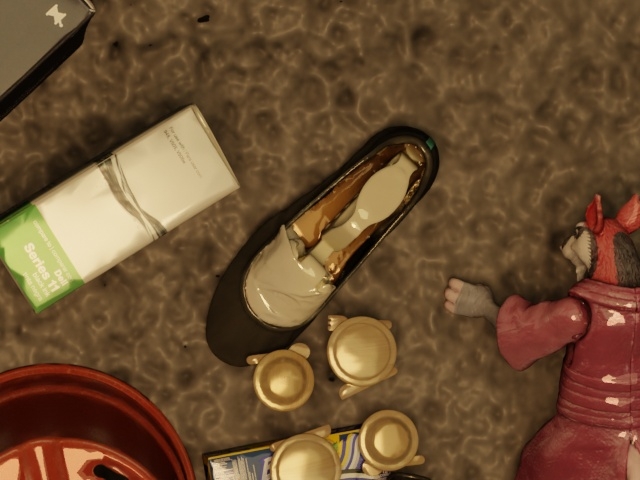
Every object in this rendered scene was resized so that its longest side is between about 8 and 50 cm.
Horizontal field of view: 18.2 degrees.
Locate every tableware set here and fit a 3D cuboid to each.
[{"bbox_3d":[0.012,0.153,1.793,0.141,0.020,0.169,-13,87,-7],"label":"tableware set"}]

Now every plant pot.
[{"bbox_3d":[-0.222,0.250,1.687,0.272,0.265,0.272,0,92,-10],"label":"plant pot"}]

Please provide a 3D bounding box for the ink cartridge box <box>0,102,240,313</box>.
[{"bbox_3d":[-0.183,-0.030,1.744,0.208,0.153,0.087,-32,97,-7],"label":"ink cartridge box"}]

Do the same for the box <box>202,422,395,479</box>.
[{"bbox_3d":[-0.019,0.206,1.824,0.169,0.059,0.054,-9,90,-9],"label":"box"}]

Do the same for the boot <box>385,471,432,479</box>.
[{"bbox_3d":[0.132,0.322,1.809,0.246,0.083,0.161,30,109,-13],"label":"boot"}]

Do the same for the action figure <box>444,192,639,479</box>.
[{"bbox_3d":[0.250,0.142,1.775,0.248,0.276,0.370,-4,106,-4],"label":"action figure"}]

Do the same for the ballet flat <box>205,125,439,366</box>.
[{"bbox_3d":[0.000,0.000,1.805,0.095,0.096,0.280,42,85,-6],"label":"ballet flat"}]

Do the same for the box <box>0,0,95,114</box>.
[{"bbox_3d":[-0.368,-0.124,1.630,0.343,0.312,0.179,-44,97,-6],"label":"box"}]
